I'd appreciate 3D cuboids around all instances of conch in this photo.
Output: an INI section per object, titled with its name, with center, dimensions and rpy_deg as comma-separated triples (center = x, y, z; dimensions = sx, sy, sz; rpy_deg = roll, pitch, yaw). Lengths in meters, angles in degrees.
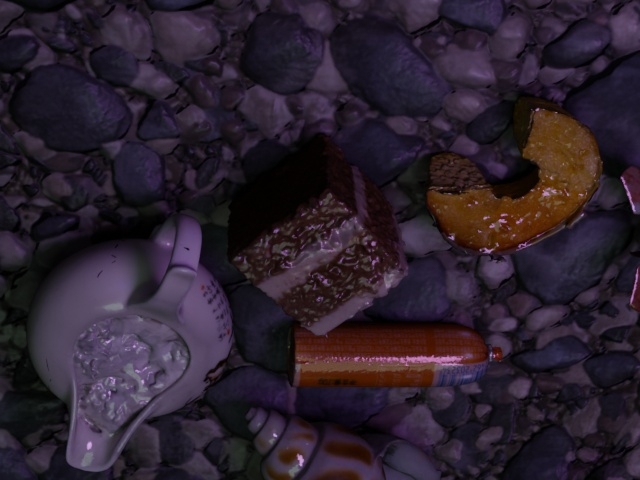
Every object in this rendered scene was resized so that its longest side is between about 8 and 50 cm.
[conch]
center = 0.021, 0.284, 1.699
dimensions = 0.149, 0.183, 0.275
rpy_deg = -1, 133, 38

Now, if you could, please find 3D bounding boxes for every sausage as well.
[sausage]
center = 0.082, 0.125, 1.639
dimensions = 0.234, 0.071, 0.071
rpy_deg = 1, 126, -7

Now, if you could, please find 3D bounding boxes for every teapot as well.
[teapot]
center = -0.189, 0.087, 1.534
dimensions = 0.208, 0.166, 0.299
rpy_deg = 22, 131, -7

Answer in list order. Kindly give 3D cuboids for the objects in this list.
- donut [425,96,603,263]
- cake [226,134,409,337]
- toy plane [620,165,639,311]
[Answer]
[donut]
center = 0.195, -0.061, 1.517
dimensions = 0.181, 0.078, 0.146
rpy_deg = -39, 122, 13
[cake]
center = 0.000, 0.000, 1.501
dimensions = 0.135, 0.134, 0.147
rpy_deg = -33, 116, 19
[toy plane]
center = 0.464, -0.020, 1.558
dimensions = 0.326, 0.104, 0.223
rpy_deg = -7, 98, -6
